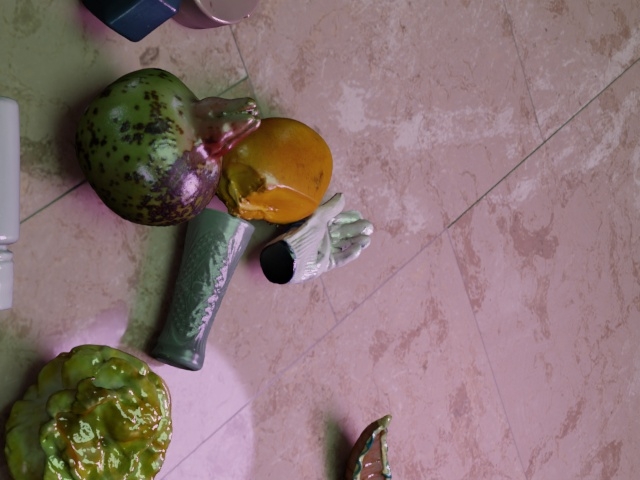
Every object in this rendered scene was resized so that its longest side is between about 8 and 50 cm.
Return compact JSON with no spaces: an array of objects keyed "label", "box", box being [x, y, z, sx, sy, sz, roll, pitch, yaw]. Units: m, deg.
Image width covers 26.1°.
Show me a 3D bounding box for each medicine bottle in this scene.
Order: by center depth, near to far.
[{"label":"medicine bottle","box":[-0.422,-0.043,1.616,0.144,0.144,0.252,-4,92,-47]}]

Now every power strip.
[{"label":"power strip","box":[-0.157,-0.377,1.943,0.154,0.078,0.154,-1,91,-44]}]

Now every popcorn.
[{"label":"popcorn","box":[-0.289,0.244,1.744,0.204,0.183,0.221,25,84,-28]}]

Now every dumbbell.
[{"label":"dumbbell","box":[-0.314,-0.381,1.725,0.325,0.144,0.160,28,69,-43]}]

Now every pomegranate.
[{"label":"pomegranate","box":[-0.189,-0.131,1.797,0.214,0.248,0.214,-19,90,-74]}]

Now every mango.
[{"label":"mango","box":[-0.061,-0.103,2.022,0.252,0.126,0.154,-17,84,-55]}]

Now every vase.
[{"label":"vase","box":[-0.170,0.071,1.935,0.096,0.096,0.219,30,72,-44]}]

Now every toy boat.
[{"label":"toy boat","box":[0.087,0.402,2.220,0.108,0.099,0.293,-28,119,-45]}]

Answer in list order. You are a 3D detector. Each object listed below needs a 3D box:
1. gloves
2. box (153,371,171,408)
[{"label":"gloves","box":[-0.006,0.000,2.105,0.229,0.097,0.119,-21,119,-43]},{"label":"box","box":[-0.252,0.227,1.885,0.105,0.037,0.105,0,91,-48]}]
